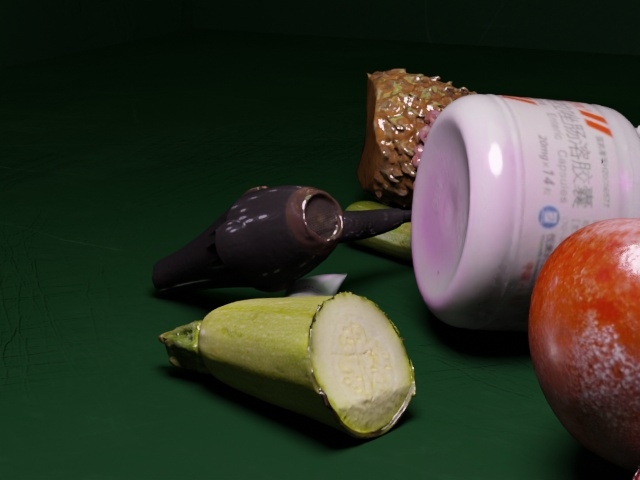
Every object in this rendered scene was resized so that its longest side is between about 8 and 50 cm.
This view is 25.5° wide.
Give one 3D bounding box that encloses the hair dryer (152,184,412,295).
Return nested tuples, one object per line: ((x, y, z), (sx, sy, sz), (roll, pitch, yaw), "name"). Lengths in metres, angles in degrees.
((0.000, 0.000, 1.697), (0.359, 0.120, 0.304), (-8, -11, -40), "hair dryer")

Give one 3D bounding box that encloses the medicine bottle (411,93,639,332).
((0.282, -0.023, 1.540), (0.325, 0.256, 0.256), (4, 15, -12), "medicine bottle")

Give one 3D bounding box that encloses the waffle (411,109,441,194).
((0.230, -0.080, 1.895), (0.234, 0.055, 0.221), (20, 46, -13), "waffle")

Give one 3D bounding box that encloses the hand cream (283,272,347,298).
((-0.014, 0.068, 1.625), (0.078, 0.050, 0.205), (-12, 11, 8), "hand cream")

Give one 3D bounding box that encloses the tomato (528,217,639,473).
((0.309, 0.092, 1.173), (0.270, 0.227, 0.270), (2, -9, 0), "tomato")

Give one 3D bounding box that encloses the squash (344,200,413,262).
((0.110, -0.005, 1.836), (0.066, 0.066, 0.229), (-13, 21, -35), "squash")

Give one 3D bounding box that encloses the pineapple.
((0.232, -0.129, 2.061), (0.362, 0.202, 0.202), (9, 15, -5), "pineapple")

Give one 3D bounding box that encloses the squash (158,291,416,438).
((-0.042, 0.097, 1.394), (0.137, 0.137, 0.287), (-15, 19, -40), "squash")

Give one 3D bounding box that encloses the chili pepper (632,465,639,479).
((0.317, 0.212, 1.031), (0.192, 0.084, 0.086), (8, 34, 44), "chili pepper")
